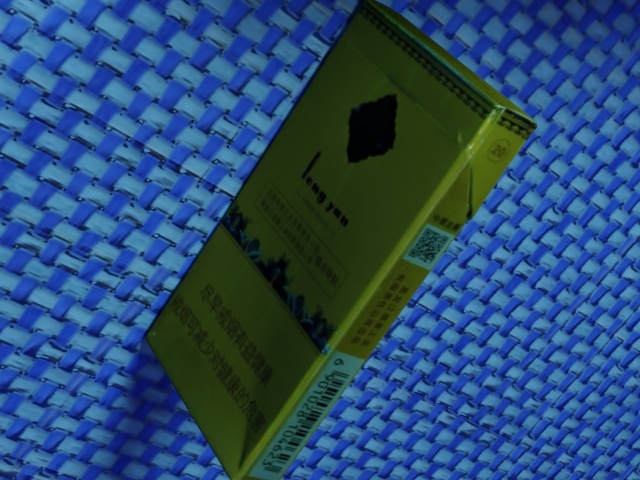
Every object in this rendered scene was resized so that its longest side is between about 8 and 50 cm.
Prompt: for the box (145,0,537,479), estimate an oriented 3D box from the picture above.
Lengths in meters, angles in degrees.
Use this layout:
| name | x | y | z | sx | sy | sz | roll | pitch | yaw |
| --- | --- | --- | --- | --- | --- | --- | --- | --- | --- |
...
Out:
| name | x | y | z | sx | sy | sz | roll | pitch | yaw |
| --- | --- | --- | --- | --- | --- | --- | --- | --- | --- |
| box | 0.000 | 0.001 | 0.809 | 0.041 | 0.153 | 0.279 | 23 | 108 | -40 |
